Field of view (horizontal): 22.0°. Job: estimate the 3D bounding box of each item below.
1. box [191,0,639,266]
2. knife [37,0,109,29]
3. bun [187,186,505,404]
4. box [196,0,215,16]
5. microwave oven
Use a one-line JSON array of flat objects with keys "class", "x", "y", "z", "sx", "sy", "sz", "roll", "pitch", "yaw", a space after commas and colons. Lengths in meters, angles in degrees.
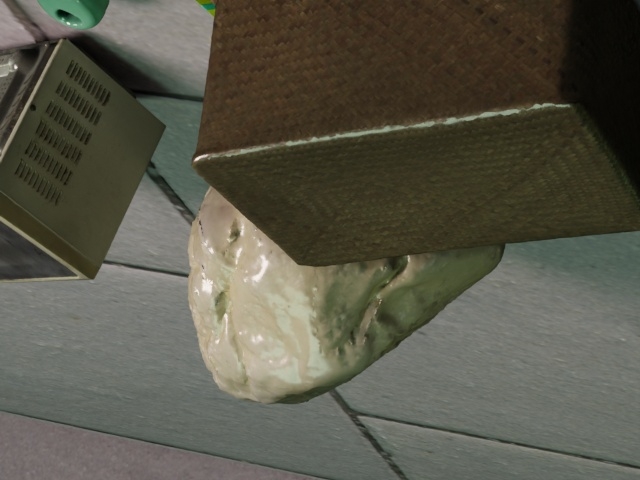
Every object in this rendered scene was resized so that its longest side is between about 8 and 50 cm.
[{"class": "box", "x": 0.070, "y": -0.091, "z": 1.091, "sx": 0.273, "sy": 0.143, "sz": 0.184, "roll": -7, "pitch": 152, "yaw": 27}, {"class": "knife", "x": -0.238, "y": -0.237, "z": 1.168, "sx": 0.063, "sy": 0.034, "sz": 0.260, "roll": 10, "pitch": 155, "yaw": 38}, {"class": "bun", "x": 0.008, "y": -0.005, "z": 1.330, "sx": 0.205, "sy": 0.281, "sz": 0.281, "roll": 55, "pitch": 154, "yaw": -3}, {"class": "box", "x": -0.022, "y": -0.169, "z": 1.174, "sx": 0.121, "sy": 0.030, "sz": 0.193, "roll": 2, "pitch": 157, "yaw": 36}, {"class": "microwave oven", "x": -0.281, "y": -0.069, "z": 1.424, "sx": 0.240, "sy": 0.194, "sz": 0.145, "roll": -3, "pitch": 149, "yaw": 44}]
